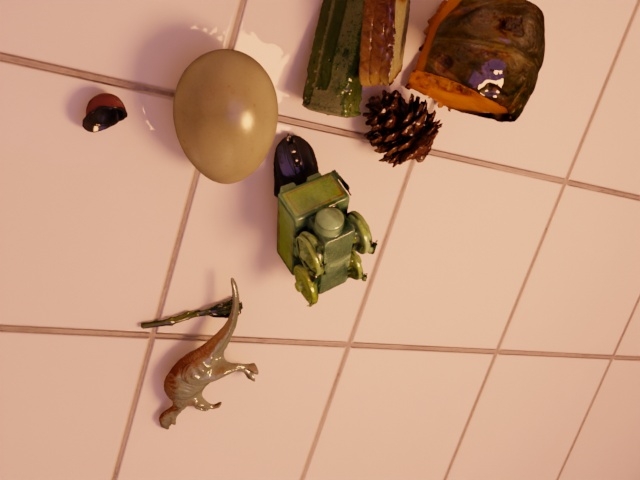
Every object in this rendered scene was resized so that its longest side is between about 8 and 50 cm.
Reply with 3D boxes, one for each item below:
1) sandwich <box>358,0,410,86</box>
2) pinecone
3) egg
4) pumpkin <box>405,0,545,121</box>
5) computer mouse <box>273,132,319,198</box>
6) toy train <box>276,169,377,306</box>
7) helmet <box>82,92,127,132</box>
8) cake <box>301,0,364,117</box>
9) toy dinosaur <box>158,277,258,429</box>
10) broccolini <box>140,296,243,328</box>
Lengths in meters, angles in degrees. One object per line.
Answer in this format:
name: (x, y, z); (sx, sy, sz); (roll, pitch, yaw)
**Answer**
sandwich: (0.125, -0.398, 1.528); (0.065, 0.214, 0.186); (9, 118, 10)
pinecone: (0.163, -0.236, 1.663); (0.173, 0.173, 0.173); (-13, 119, -25)
egg: (-0.170, -0.220, 1.448); (0.188, 0.188, 0.253); (-15, 126, -23)
pumpkin: (0.322, -0.371, 1.615); (0.256, 0.303, 0.225); (19, 97, -8)
computer mouse: (-0.048, -0.135, 1.640); (0.099, 0.057, 0.172); (-21, 124, -18)
toy train: (0.000, 0.000, 1.618); (0.159, 0.188, 0.271); (-25, 153, -18)
helmet: (-0.384, -0.231, 1.406); (0.084, 0.049, 0.065); (-23, 161, 12)
cake: (0.030, -0.353, 1.535); (0.099, 0.100, 0.235); (-40, 139, -59)
toy dinosaur: (-0.221, 0.261, 1.694); (0.205, 0.092, 0.393); (4, 124, -20)
broccolini: (-0.267, 0.153, 1.674); (0.218, 0.044, 0.042); (-6, 131, -22)
